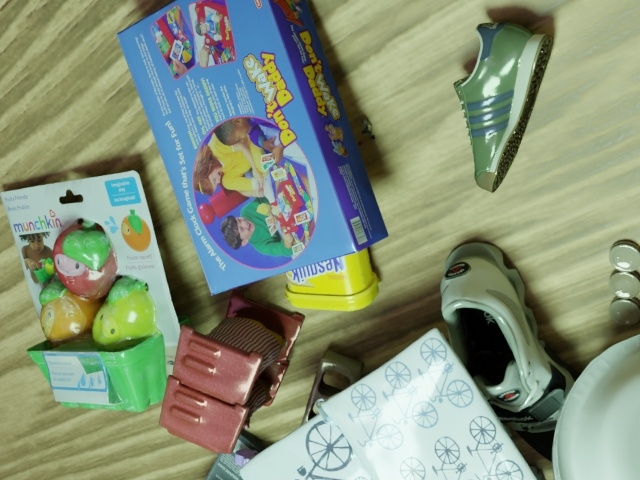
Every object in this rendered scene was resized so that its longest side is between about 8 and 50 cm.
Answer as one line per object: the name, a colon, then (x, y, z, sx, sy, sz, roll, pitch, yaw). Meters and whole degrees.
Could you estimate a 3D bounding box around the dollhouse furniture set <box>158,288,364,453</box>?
dollhouse furniture set: (-0.005, 0.219, 1.234, 0.374, 0.201, 0.152, 20, 105, 8)

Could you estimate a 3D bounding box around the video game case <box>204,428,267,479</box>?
video game case: (-0.125, 0.473, 1.494, 0.196, 0.026, 0.274, 34, 108, 19)

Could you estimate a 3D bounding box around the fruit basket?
fruit basket: (-0.349, 0.085, 1.371, 0.327, 0.165, 0.353, -4, 110, 36)

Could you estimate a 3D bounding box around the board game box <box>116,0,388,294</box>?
board game box: (-0.086, -0.130, 1.089, 0.233, 0.078, 0.347, -17, 94, 36)

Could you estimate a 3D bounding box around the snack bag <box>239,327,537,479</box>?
snack bag: (0.091, 0.323, 1.079, 0.342, 0.037, 0.323, -35, 80, 20)

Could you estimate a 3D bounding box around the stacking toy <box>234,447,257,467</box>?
stacking toy: (-0.077, 0.354, 1.420, 0.221, 0.052, 0.167, 9, 98, 24)

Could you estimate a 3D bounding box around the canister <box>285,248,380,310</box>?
canister: (0.000, 0.000, 1.185, 0.126, 0.073, 0.170, 1, 118, 30)

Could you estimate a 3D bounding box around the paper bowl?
paper bowl: (0.394, 0.233, 0.964, 0.284, 0.284, 0.148, 18, 164, 18)

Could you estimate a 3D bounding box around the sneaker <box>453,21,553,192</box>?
sneaker: (0.186, -0.152, 0.999, 0.086, 0.064, 0.192, 28, 129, 21)

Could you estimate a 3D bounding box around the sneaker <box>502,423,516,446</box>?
sneaker: (0.194, 0.347, 1.152, 0.115, 0.232, 0.090, -22, 141, 37)

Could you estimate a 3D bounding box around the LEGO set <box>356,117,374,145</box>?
LEGO set: (0.028, -0.129, 1.126, 0.083, 0.023, 0.054, 0, 122, 14)

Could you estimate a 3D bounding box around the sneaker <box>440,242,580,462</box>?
sneaker: (0.235, 0.175, 1.112, 0.122, 0.146, 0.331, -28, 104, 30)

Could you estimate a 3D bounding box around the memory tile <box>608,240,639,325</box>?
memory tile: (0.404, 0.053, 1.034, 0.148, 0.012, 0.113, 4, 121, 27)

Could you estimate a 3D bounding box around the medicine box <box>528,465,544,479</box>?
medicine box: (0.198, 0.475, 1.322, 0.289, 0.149, 0.264, -8, 115, 33)
